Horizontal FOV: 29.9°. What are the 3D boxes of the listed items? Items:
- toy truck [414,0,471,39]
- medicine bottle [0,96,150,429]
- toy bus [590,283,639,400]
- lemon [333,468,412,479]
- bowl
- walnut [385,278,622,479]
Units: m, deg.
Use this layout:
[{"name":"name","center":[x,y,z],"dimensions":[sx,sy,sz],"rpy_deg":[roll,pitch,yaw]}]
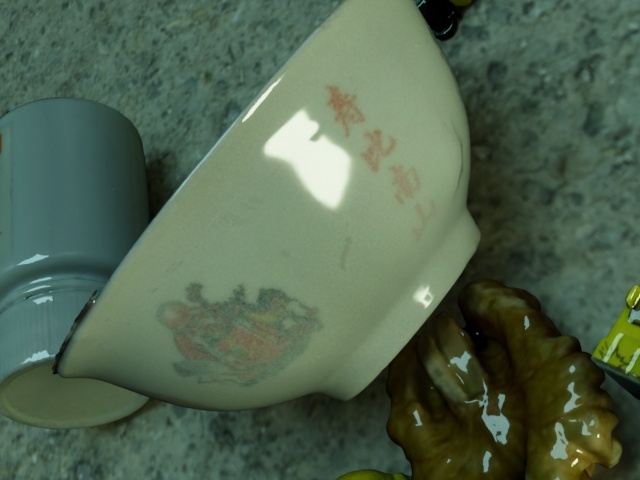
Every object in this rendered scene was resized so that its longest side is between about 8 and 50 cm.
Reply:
[{"name":"toy truck","center":[0.076,-0.198,0.920],"dimensions":[0.054,0.049,0.083],"rpy_deg":[-53,46,4]},{"name":"medicine bottle","center":[-0.206,0.017,0.982],"dimensions":[0.144,0.144,0.252],"rpy_deg":[-31,50,24]},{"name":"toy bus","center":[0.249,0.089,0.601],"dimensions":[0.226,0.081,0.074],"rpy_deg":[24,83,44]},{"name":"lemon","center":[0.027,0.176,0.758],"dimensions":[0.083,0.062,0.062],"rpy_deg":[-39,47,0]},{"name":"bowl","center":[0.000,0.000,0.769],"dimensions":[0.157,0.345,0.345],"rpy_deg":[38,97,0]},{"name":"walnut","center":[0.111,0.108,0.717],"dimensions":[0.143,0.069,0.170],"rpy_deg":[-40,46,21]}]
